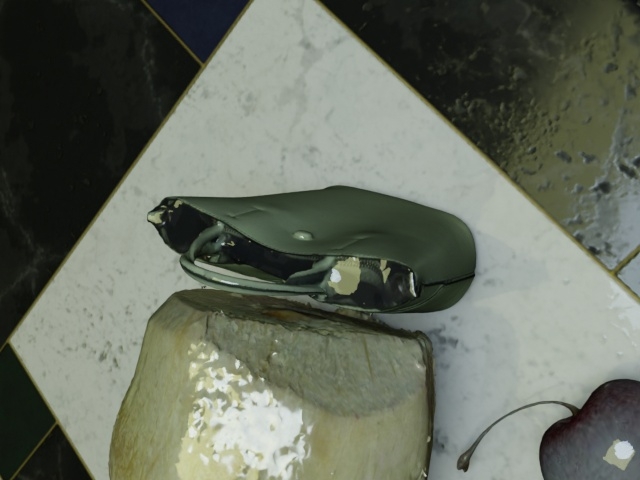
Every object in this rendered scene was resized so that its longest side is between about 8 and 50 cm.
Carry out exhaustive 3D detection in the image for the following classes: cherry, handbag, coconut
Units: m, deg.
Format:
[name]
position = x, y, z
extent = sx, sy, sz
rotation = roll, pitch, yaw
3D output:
[cherry]
position = 0.235, 0.204, 0.585
extent = 0.148, 0.115, 0.188
rotation = 31, 116, -14
[handbag]
position = 0.000, 0.000, 0.591
extent = 0.241, 0.315, 0.109
rotation = 15, 94, 27
[coconut]
position = -0.042, 0.184, 0.629
extent = 0.297, 0.297, 0.254
rotation = 8, 91, 29

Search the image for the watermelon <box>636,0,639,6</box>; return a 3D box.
[watermelon]
position = 0.319, -0.183, 0.495
extent = 0.224, 0.180, 0.305
rotation = -16, 59, -15
